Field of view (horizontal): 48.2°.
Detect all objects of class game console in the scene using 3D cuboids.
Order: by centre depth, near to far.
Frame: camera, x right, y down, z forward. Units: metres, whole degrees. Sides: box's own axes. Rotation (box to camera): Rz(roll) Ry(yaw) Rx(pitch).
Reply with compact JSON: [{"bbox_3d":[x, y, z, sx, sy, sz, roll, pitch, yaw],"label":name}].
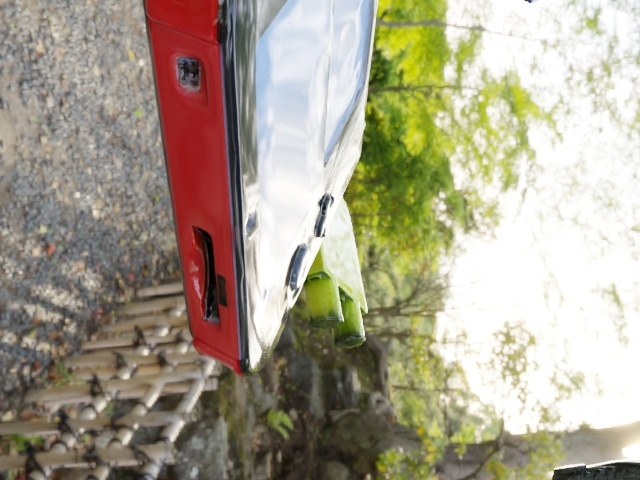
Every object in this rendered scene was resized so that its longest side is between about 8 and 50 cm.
[{"bbox_3d":[-0.010,-0.119,0.541,0.387,0.060,0.342,95,19,-46],"label":"game console"}]

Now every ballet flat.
[{"bbox_3d":[0.396,0.320,0.956,0.057,0.173,0.049,56,28,-76],"label":"ballet flat"}]

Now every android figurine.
[{"bbox_3d":[0.000,0.000,0.954,0.248,0.056,0.273,45,30,-58],"label":"android figurine"}]

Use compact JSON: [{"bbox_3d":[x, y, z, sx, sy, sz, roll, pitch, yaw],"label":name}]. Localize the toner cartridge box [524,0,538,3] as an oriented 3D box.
[{"bbox_3d":[0.350,-0.515,0.977,0.165,0.075,0.348,-35,149,-48],"label":"toner cartridge box"}]
